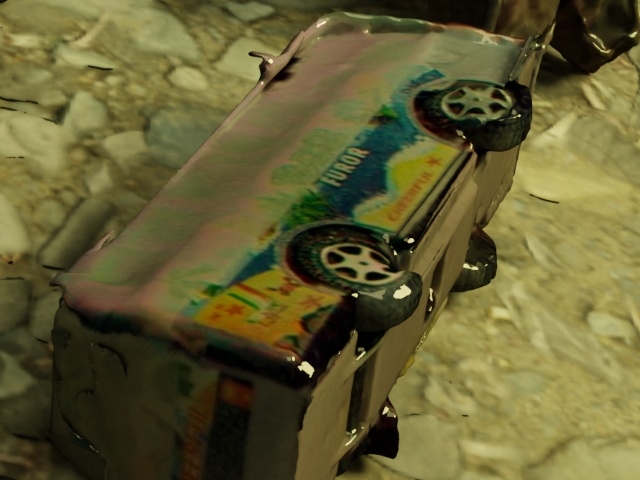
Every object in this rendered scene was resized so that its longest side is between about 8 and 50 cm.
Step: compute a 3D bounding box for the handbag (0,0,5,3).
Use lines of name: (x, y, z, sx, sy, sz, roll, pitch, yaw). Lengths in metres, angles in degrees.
handbag: (-0.313, -0.250, 1.042, 0.269, 0.118, 0.325, -10, 44, -35)

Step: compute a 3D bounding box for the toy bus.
toy bus: (0.000, 0.000, 0.885, 0.138, 0.112, 0.317, 18, 34, 13)

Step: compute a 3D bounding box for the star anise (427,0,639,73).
star anise: (0.106, -0.181, 1.079, 0.220, 0.214, 0.099, 7, 4, -40)
